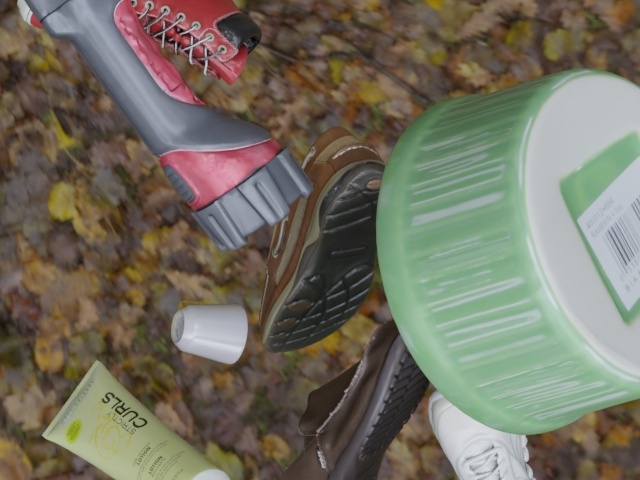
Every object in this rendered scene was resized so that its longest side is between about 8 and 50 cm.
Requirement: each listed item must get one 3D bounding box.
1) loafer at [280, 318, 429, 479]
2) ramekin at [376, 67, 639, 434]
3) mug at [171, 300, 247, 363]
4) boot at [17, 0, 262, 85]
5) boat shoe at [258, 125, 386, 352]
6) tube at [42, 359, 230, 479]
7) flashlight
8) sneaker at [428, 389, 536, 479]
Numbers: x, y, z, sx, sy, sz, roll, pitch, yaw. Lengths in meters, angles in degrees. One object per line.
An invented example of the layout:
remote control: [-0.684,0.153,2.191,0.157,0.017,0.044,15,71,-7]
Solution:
loafer: [0.029,0.236,1.857,0.134,0.130,0.366,-24,145,-51]
ramekin: [0.206,0.003,1.187,0.303,0.148,0.303,14,68,-38]
mug: [-0.119,0.092,1.437,0.064,0.078,0.062,9,82,-29]
boot: [-0.169,-0.218,1.419,0.244,0.088,0.176,-26,74,-47]
boat shoe: [0.000,0.000,1.682,0.123,0.120,0.324,-4,139,-31]
tube: [-0.177,0.193,1.323,0.070,0.240,0.062,-18,119,-34]
flashlight: [-0.130,-0.138,1.187,0.103,0.103,0.304,-31,98,20]
sneaker: [0.222,0.299,1.780,0.110,0.118,0.292,-23,118,11]
